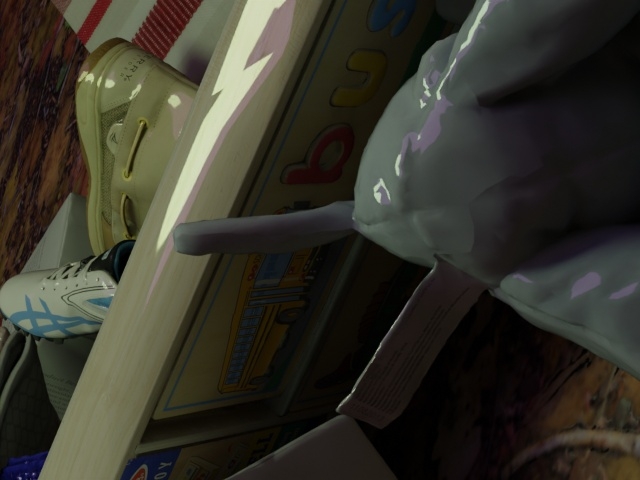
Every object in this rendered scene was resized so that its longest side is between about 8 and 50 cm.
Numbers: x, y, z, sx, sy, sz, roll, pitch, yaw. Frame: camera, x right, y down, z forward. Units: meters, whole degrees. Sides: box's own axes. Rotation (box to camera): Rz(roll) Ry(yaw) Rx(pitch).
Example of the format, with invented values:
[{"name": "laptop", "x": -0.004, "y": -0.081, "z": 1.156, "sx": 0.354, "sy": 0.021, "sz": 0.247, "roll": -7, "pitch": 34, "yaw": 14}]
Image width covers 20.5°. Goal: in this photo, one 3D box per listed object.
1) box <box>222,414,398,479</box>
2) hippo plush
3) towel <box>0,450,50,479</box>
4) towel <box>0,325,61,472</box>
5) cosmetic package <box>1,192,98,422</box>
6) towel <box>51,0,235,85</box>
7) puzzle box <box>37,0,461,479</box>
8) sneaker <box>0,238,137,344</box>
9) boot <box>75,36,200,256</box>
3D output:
[{"name": "box", "x": -0.088, "y": 0.277, "z": 0.956, "sx": 0.168, "sy": 0.215, "sz": 0.345, "roll": 52, "pitch": 134, "yaw": 12}, {"name": "hippo plush", "x": 0.140, "y": -0.046, "z": 0.824, "sx": 0.294, "sy": 0.234, "sz": 0.236, "roll": -47, "pitch": -3, "yaw": 22}, {"name": "towel", "x": -0.156, "y": 0.226, "z": 1.262, "sx": 0.308, "sy": 0.076, "sz": 0.228, "roll": -24, "pitch": 42, "yaw": 45}, {"name": "towel", "x": -0.263, "y": 0.288, "z": 1.457, "sx": 0.332, "sy": 0.053, "sz": 0.317, "roll": -73, "pitch": -21, "yaw": -45}, {"name": "cosmetic package", "x": -0.200, "y": 0.083, "z": 1.622, "sx": 0.184, "sy": 0.151, "sz": 0.151, "roll": -50, "pitch": 29, "yaw": 45}, {"name": "towel", "x": -0.100, "y": -0.173, "z": 1.439, "sx": 0.037, "sy": 0.329, "sz": 0.237, "roll": -30, "pitch": -11, "yaw": -38}, {"name": "puzzle box", "x": 0.000, "y": 0.000, "z": 1.021, "sx": 0.052, "sy": 0.272, "sz": 0.409, "roll": 36, "pitch": 112, "yaw": 29}, {"name": "sneaker", "x": -0.169, "y": 0.036, "z": 1.416, "sx": 0.237, "sy": 0.085, "sz": 0.086, "roll": 1, "pitch": 116, "yaw": 38}, {"name": "boot", "x": -0.085, "y": -0.023, "z": 1.418, "sx": 0.095, "sy": 0.203, "sz": 0.262, "roll": -43, "pitch": -38, "yaw": -39}]
